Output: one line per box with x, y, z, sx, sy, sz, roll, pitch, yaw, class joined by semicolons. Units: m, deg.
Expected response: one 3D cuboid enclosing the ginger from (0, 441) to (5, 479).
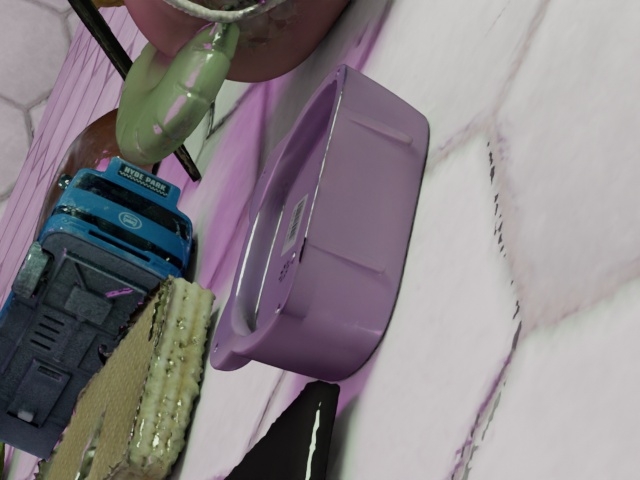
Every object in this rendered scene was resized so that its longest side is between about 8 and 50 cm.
-0.400;0.298;1.578;0.290;0.089;0.137;-66;33;19;ginger

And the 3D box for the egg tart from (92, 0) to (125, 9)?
-0.183;-0.390;1.561;0.341;0.132;0.341;-46;-9;-10;egg tart

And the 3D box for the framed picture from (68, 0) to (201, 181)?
-0.194;-0.186;1.324;0.013;0.244;0.324;-34;19;-2;framed picture

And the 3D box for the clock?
0.000;0.000;0.723;0.110;0.050;0.153;-44;26;54;clock

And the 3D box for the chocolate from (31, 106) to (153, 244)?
-0.246;-0.023;1.524;0.254;0.080;0.157;-59;17;25;chocolate

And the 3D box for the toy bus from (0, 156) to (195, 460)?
-0.189;0.058;1.156;0.246;0.113;0.134;-56;13;39;toy bus

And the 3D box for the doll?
-0.076;-0.207;0.980;0.284;0.216;0.268;-54;26;31;doll

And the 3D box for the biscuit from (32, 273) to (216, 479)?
-0.144;0.142;1.007;0.250;0.046;0.147;-49;24;45;biscuit

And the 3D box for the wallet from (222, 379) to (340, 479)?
-0.034;0.182;0.618;0.124;0.025;0.244;-52;20;43;wallet
